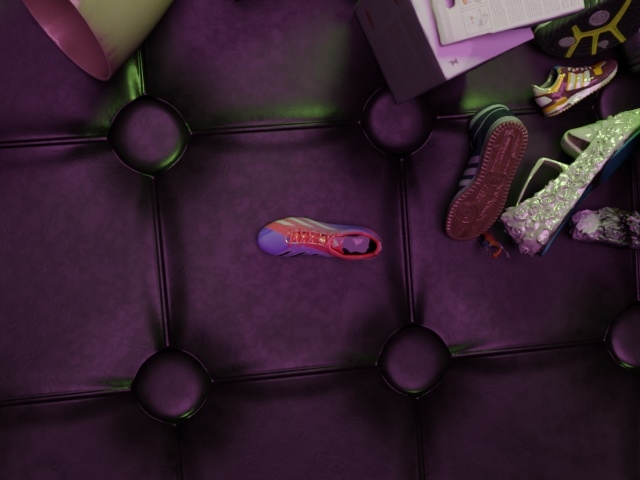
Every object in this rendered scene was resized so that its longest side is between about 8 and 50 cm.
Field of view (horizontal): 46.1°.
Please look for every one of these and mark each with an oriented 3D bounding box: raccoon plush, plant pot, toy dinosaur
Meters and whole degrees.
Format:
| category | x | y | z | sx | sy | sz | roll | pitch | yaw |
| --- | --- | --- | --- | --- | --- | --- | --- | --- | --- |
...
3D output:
| category | x | y | z | sx | sy | sz | roll | pitch | yaw |
| --- | --- | --- | --- | --- | --- | --- | --- | --- | --- |
| raccoon plush | 0.760 | -0.118 | 1.526 | 0.447 | 0.216 | 0.299 | 10 | 84 | -8 |
| plant pot | -0.365 | -0.473 | 1.348 | 0.256 | 0.256 | 0.274 | 47 | 71 | -7 |
| toy dinosaur | 0.343 | 0.006 | 1.530 | 0.047 | 0.082 | 0.090 | -30 | 96 | -4 |

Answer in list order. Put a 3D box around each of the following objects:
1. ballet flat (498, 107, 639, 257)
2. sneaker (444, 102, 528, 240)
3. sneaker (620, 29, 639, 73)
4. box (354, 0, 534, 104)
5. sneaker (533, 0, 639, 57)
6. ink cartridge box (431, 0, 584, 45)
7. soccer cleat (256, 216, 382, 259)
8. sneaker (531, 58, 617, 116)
| category | x | y | z | sx | sy | sz | roll | pitch | yaw |
| --- | --- | --- | --- | --- | --- | --- | --- | --- | --- |
| ballet flat | 0.512 | -0.146 | 1.512 | 0.147 | 0.147 | 0.409 | 45 | 79 | -8 |
| sneaker | 0.325 | -0.144 | 1.523 | 0.099 | 0.153 | 0.282 | 15 | 122 | -10 |
| sneaker | 0.755 | -0.420 | 1.553 | 0.296 | 0.104 | 0.146 | -11 | 97 | -1 |
| box | 0.206 | -0.394 | 1.357 | 0.168 | 0.345 | 0.215 | -26 | 97 | -5 |
| sneaker | 0.589 | -0.501 | 1.465 | 0.385 | 0.147 | 0.145 | -31 | 143 | 29 |
| ink cartridge box | 0.279 | -0.417 | 1.177 | 0.225 | 0.056 | 0.181 | -14 | 95 | 9 |
| soccer cleat | 0.000 | 0.000 | 1.480 | 0.248 | 0.095 | 0.083 | 5 | 93 | -8 |
| sneaker | 0.521 | -0.334 | 1.540 | 0.185 | 0.069 | 0.084 | -36 | 102 | -5 |
